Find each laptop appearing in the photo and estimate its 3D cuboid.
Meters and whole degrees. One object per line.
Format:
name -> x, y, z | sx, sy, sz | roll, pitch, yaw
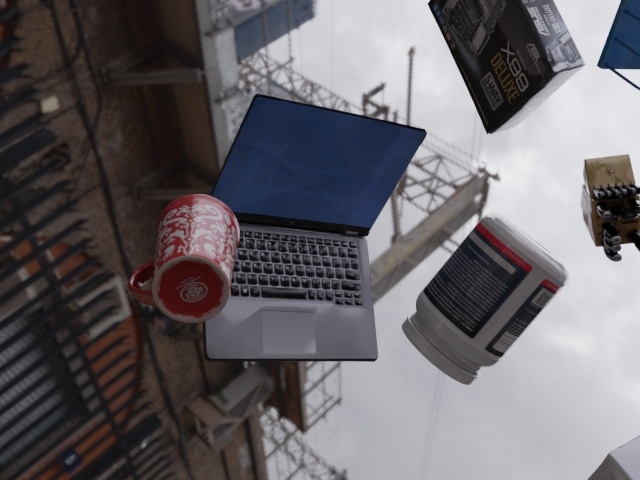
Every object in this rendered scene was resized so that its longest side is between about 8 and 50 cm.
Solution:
laptop -> 0.000, 0.000, 1.450 | 0.236, 0.381, 0.408 | -25, -115, 52

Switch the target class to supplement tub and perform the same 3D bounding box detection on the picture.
supplement tub -> 0.295, 0.104, 1.449 | 0.191, 0.272, 0.191 | 37, 11, -9

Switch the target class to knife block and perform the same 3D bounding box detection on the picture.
knife block -> 0.569, -0.031, 1.558 | 0.088, 0.242, 0.276 | -5, -29, 12

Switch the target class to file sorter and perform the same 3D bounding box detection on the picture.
file sorter -> 0.476, -0.292, 1.080 | 0.104, 0.118, 0.170 | -117, -150, -49

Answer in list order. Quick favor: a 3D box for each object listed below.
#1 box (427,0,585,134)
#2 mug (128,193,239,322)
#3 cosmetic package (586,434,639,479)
box -> 0.336, -0.389, 1.496 | 0.308, 0.076, 0.242 | 69, -22, 11
mug -> -0.167, 0.039, 1.017 | 0.113, 0.150, 0.169 | 27, 18, -17
cosmetic package -> 0.412, 0.369, 0.946 | 0.224, 0.138, 0.225 | 54, -32, 31
